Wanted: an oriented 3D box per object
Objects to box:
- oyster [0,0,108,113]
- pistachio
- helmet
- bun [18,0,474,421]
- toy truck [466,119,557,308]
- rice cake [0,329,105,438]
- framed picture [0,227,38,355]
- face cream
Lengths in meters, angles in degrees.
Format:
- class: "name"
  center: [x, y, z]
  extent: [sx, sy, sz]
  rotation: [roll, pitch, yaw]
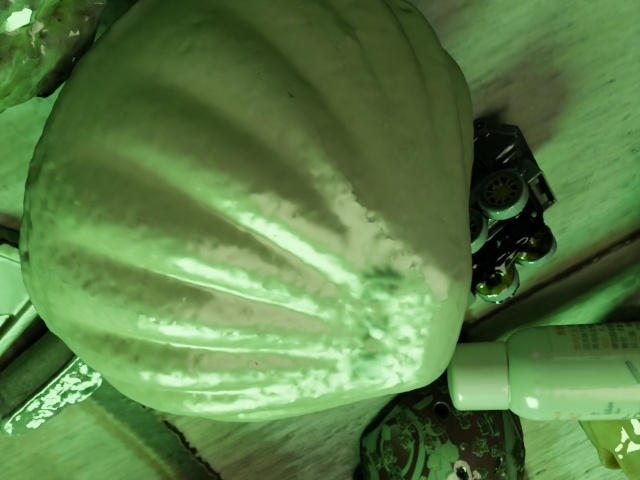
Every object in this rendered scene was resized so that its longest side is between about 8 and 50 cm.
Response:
- class: "oyster"
  center: [-0.158, -0.139, 0.367]
  extent: [0.199, 0.112, 0.267]
  rotation: [-20, 146, -14]
- class: "pistachio"
  center: [0.318, 0.153, 0.951]
  extent: [0.223, 0.126, 0.152]
  rotation: [26, 79, -43]
- class: "helmet"
  center: [0.118, 0.212, 0.908]
  extent: [0.153, 0.107, 0.176]
  rotation: [-9, 137, -19]
- class: "bun"
  center: [0.000, 0.000, 0.515]
  extent: [0.263, 0.175, 0.263]
  rotation: [-31, 140, -31]
- class: "toy truck"
  center: [0.074, 0.008, 0.683]
  extent: [0.192, 0.092, 0.083]
  rotation: [-41, 140, 2]
- class: "rice cake"
  center: [-0.138, 0.052, 0.638]
  extent: [0.207, 0.047, 0.036]
  rotation: [-43, 131, 13]
- class: "framed picture"
  center: [-0.310, 0.039, 0.545]
  extent: [0.213, 0.016, 0.289]
  rotation: [-46, 137, 18]
- class: "face cream"
  center: [0.240, 0.107, 0.830]
  extent: [0.269, 0.082, 0.082]
  rotation: [-4, 140, 7]
